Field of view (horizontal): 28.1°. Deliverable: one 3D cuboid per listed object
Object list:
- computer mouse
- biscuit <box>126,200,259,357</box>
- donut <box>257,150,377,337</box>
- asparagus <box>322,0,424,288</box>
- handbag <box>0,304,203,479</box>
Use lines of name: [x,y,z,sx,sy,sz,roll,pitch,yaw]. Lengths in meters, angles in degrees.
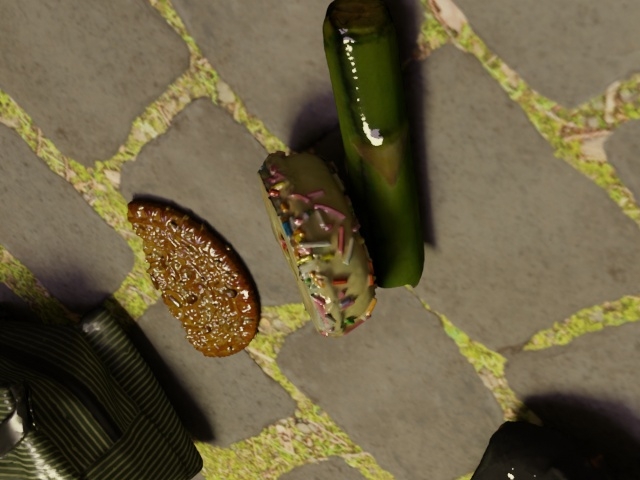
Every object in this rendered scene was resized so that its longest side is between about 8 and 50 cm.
computer mouse: [0.208,0.294,1.231,0.183,0.116,0.323,43,139,20]
biscuit: [-0.125,0.045,1.326,0.126,0.025,0.206,-1,127,38]
donut: [0.000,0.000,1.102,0.174,0.068,0.175,158,90,-85]
asparagus: [0.048,-0.075,1.055,0.067,0.060,0.278,35,149,38]
handbag: [-0.333,0.215,1.495,0.340,0.247,0.240,-1,115,41]
